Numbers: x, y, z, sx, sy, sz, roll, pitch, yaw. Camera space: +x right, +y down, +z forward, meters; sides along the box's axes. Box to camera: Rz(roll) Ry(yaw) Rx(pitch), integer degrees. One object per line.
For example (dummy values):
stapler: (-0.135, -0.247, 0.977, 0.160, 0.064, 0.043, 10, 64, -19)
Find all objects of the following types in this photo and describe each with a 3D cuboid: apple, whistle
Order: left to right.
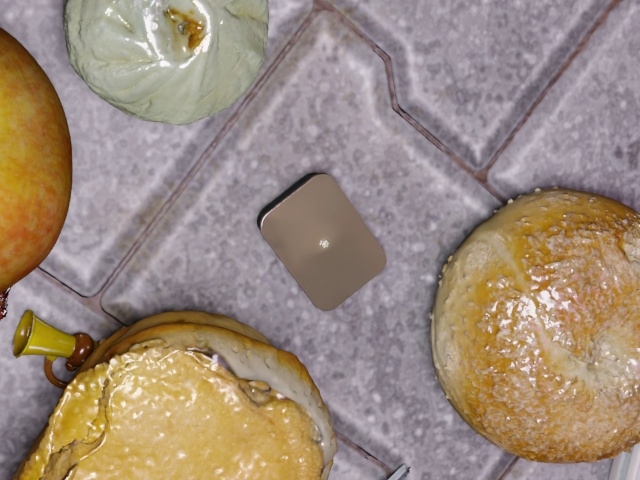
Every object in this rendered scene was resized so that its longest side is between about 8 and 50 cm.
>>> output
apple: (-0.321, -0.062, 0.942, 0.264, 0.264, 0.264, -5, 104, -18)
whistle: (-0.235, 0.112, 1.127, 0.109, 0.046, 0.057, 27, 78, -29)

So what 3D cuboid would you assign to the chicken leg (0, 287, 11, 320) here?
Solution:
chicken leg: (-0.309, 0.064, 1.099, 0.083, 0.021, 0.036, -31, 102, -11)

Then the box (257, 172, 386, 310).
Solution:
box: (0.000, 0.000, 1.187, 0.091, 0.031, 0.126, -40, 113, -7)

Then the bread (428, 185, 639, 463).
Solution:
bread: (0.261, 0.098, 1.234, 0.306, 0.159, 0.305, -5, 106, -18)

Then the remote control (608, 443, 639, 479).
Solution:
remote control: (0.375, 0.330, 1.387, 0.103, 0.055, 0.277, 7, 102, -21)

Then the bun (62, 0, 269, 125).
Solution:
bun: (-0.128, -0.198, 1.049, 0.195, 0.118, 0.195, -3, 101, -18)

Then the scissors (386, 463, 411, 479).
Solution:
scissors: (-0.016, 0.329, 1.182, 0.029, 0.191, 0.360, 46, 51, 13)

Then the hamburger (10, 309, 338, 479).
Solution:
hamburger: (-0.139, 0.205, 1.107, 0.319, 0.158, 0.318, -11, 113, -26)
